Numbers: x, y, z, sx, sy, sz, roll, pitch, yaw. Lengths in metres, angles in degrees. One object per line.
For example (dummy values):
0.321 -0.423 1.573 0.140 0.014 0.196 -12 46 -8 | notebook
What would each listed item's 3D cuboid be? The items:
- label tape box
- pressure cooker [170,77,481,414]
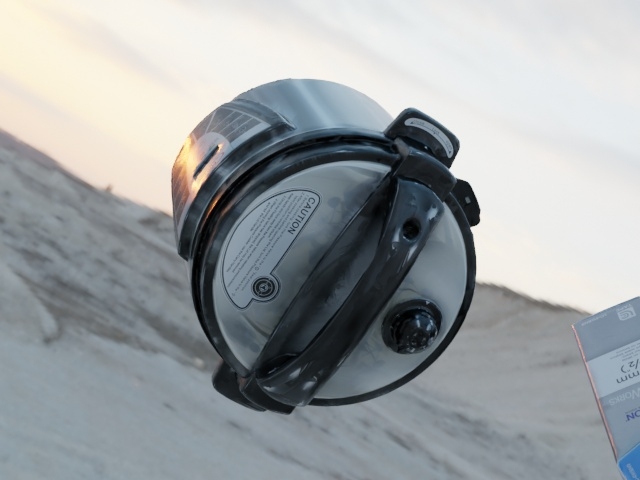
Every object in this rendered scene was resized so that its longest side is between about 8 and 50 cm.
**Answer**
0.443 0.272 1.364 0.249 0.115 0.348 57 15 -26 | label tape box
0.006 0.001 1.390 0.375 0.370 0.420 -12 26 -7 | pressure cooker
